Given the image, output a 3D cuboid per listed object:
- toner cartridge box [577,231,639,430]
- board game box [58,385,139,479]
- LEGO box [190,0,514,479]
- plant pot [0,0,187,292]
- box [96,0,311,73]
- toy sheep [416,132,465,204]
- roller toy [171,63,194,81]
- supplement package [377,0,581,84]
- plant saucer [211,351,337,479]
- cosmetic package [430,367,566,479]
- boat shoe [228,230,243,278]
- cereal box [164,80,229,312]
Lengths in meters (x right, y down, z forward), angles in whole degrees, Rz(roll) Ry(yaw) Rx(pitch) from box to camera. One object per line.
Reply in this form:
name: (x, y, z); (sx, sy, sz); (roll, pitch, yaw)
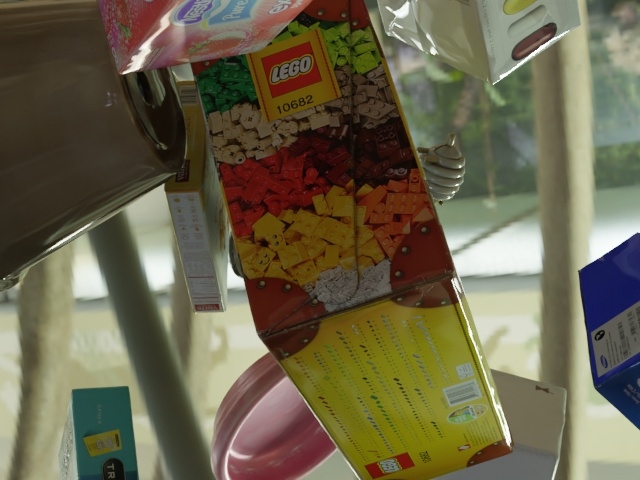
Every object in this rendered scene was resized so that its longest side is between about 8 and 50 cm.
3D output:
toner cartridge box: (0.376, 0.161, 1.172); (0.075, 0.348, 0.165); (-35, -154, 29)
board game box: (-0.280, 0.392, 1.651); (0.079, 0.336, 0.254); (-2, 152, -17)
LEGO box: (0.046, 0.020, 1.426); (0.193, 0.372, 0.500); (-19, 149, 5)
plant pot: (-0.300, -0.118, 1.315); (0.280, 0.323, 0.323); (-16, -173, 11)
box: (-0.074, -0.248, 0.954); (0.142, 0.154, 0.300); (-15, 176, -25)
toy sheep: (0.193, -0.114, 2.078); (0.091, 0.132, 0.091); (15, -151, -9)
roller toy: (-0.191, -0.331, 1.853); (0.146, 0.209, 0.191); (-29, -133, 3)
supplement package: (0.159, -0.345, 1.436); (0.145, 0.262, 0.204); (-35, -138, -18)
plant saucer: (-0.054, 0.283, 2.136); (0.332, 0.332, 0.084); (-16, -134, -38)
cosmetic package: (0.207, 0.427, 1.757); (0.161, 0.453, 0.230); (14, -162, 9)
boat shoe: (0.000, 0.000, 2.068); (0.120, 0.122, 0.324); (-6, -171, 45)
cereal box: (-0.143, -0.049, 1.528); (0.047, 0.240, 0.173); (-2, -127, 3)
